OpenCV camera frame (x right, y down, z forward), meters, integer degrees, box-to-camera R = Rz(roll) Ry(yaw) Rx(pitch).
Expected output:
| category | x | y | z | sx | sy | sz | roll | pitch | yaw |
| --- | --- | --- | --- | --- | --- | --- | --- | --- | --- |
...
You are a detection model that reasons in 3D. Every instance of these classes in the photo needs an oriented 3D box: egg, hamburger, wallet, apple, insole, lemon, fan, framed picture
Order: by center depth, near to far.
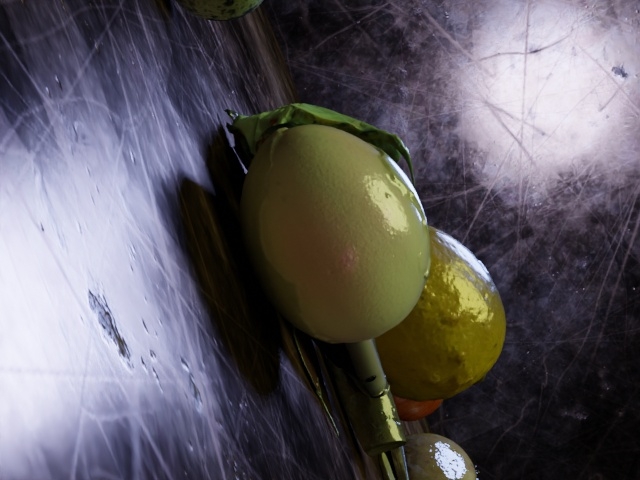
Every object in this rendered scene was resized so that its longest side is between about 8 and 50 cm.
| category | x | y | z | sx | sy | sz | roll | pitch | yaw |
| --- | --- | --- | --- | --- | --- | --- | --- | --- | --- |
| egg | 0.007 | -0.014 | 1.270 | 0.217 | 0.183 | 0.183 | 54 | 10 | -29 |
| fan | -0.006 | 0.154 | 1.428 | 0.085 | 0.005 | 0.133 | 50 | 18 | -80 |
| egg | -0.125 | -0.330 | 1.495 | 0.172 | 0.132 | 0.132 | 56 | -3 | 32 |
| wallet | 0.002 | 0.079 | 1.496 | 0.170 | 0.069 | 0.231 | 50 | -11 | 35 |
| hamburger | 0.025 | -0.070 | 1.520 | 0.260 | 0.150 | 0.276 | 55 | -13 | -22 |
| insole | 0.101 | 0.350 | 1.797 | 0.192 | 0.010 | 0.063 | -103 | 171 | -68 |
| lemon | 0.146 | 0.108 | 1.970 | 0.284 | 0.260 | 0.260 | 29 | 27 | -32 |
| framed picture | 0.114 | 0.298 | 2.024 | 0.203 | 0.015 | 0.150 | -93 | 170 | -71 |
| apple | 0.161 | 0.248 | 2.301 | 0.146 | 0.146 | 0.146 | -22 | 90 | -86 |

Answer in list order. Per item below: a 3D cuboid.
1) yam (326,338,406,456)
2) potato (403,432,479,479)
| category | x | y | z | sx | sy | sz | roll | pitch | yaw |
| --- | --- | --- | --- | --- | --- | --- | --- | --- | --- |
| yam | 0.053 | 0.187 | 1.640 | 0.068 | 0.068 | 0.169 | 55 | 18 | -73 |
| potato | 0.188 | 0.370 | 2.158 | 0.100 | 0.120 | 0.261 | 61 | 5 | -13 |
